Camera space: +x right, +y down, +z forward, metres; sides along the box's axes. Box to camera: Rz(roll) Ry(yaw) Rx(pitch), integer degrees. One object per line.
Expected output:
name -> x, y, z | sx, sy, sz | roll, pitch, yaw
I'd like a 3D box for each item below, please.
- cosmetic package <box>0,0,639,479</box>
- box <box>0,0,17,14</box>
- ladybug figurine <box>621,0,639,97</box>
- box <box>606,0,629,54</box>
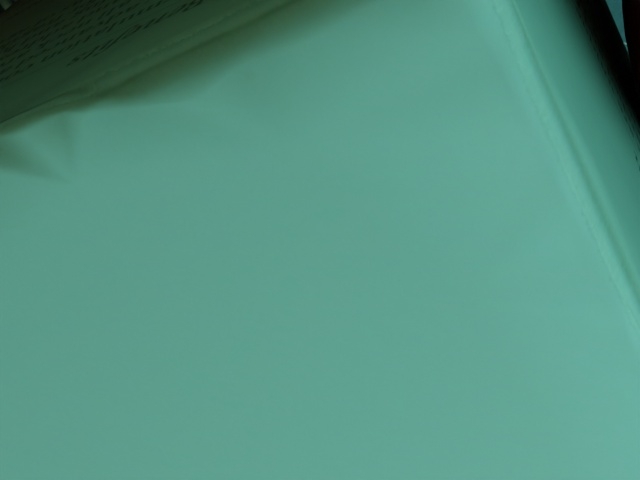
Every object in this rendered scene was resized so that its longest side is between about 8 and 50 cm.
cosmetic package -> 0.000, 0.000, 0.580 | 0.327, 0.330, 0.393 | 61, -157, -22
box -> -0.166, -0.306, 0.972 | 0.313, 0.343, 0.179 | 14, -161, -22
ladybug figurine -> 0.266, -0.058, 0.491 | 0.305, 0.161, 0.449 | 21, -161, -4
box -> 0.201, -0.218, 0.865 | 0.247, 0.163, 0.142 | 21, -165, -3
